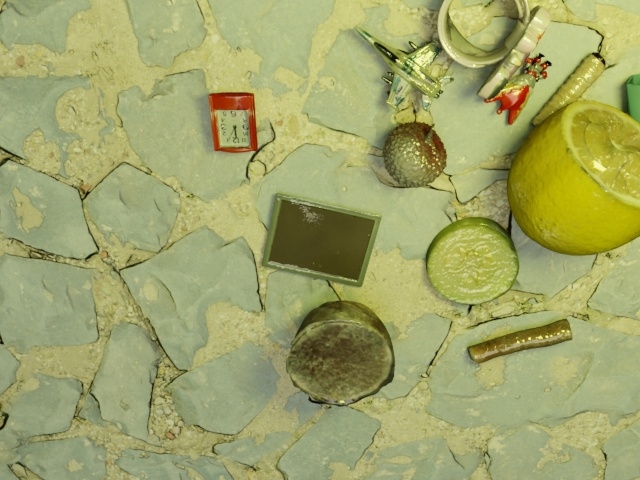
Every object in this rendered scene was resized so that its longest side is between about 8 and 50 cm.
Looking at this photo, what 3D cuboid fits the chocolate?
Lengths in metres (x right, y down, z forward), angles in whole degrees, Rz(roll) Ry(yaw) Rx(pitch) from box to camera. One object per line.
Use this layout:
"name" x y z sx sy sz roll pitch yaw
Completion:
"chocolate" 0.054 0.284 1.801 0.304 0.213 0.303 1 119 2

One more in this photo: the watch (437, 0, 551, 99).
"watch" 0.369 -0.471 1.455 0.231 0.196 0.244 31 119 -4

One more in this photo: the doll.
"doll" 0.486 -0.375 1.561 0.109 0.057 0.169 32 100 -29

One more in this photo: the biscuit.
"biscuit" 0.604 -0.355 1.560 0.061 0.055 0.219 21 118 -39

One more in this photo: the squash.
"squash" 0.414 0.060 1.766 0.252 0.049 0.251 2 115 4

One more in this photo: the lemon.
"lemon" 0.610 -0.122 1.522 0.365 0.364 0.364 1 115 3

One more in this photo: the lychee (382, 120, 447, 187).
"lychee" 0.237 -0.215 1.587 0.165 0.165 0.197 35 144 -12

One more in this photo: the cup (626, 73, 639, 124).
"cup" 0.809 -0.275 1.541 0.134 0.148 0.235 8 120 36

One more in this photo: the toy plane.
"toy plane" 0.190 -0.428 1.543 0.262 0.088 0.192 39 106 -3

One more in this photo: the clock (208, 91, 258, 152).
"clock" -0.218 -0.301 1.636 0.113 0.061 0.155 1 118 3

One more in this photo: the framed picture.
"framed picture" 0.000 0.000 1.782 0.296 0.019 0.232 13 115 -3

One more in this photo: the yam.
"yam" 0.575 0.293 1.857 0.300 0.066 0.066 -17 113 12
